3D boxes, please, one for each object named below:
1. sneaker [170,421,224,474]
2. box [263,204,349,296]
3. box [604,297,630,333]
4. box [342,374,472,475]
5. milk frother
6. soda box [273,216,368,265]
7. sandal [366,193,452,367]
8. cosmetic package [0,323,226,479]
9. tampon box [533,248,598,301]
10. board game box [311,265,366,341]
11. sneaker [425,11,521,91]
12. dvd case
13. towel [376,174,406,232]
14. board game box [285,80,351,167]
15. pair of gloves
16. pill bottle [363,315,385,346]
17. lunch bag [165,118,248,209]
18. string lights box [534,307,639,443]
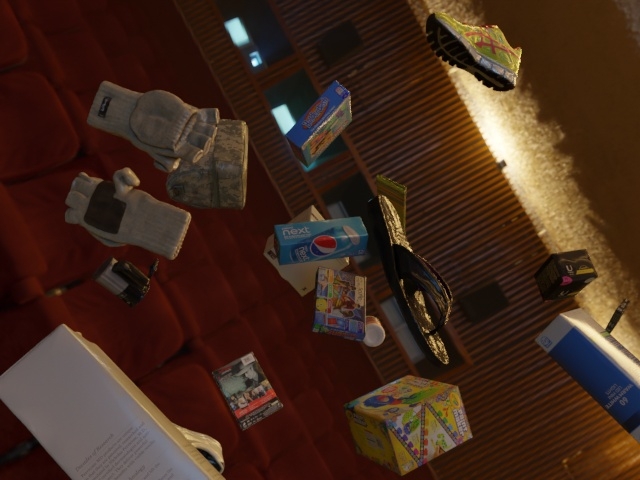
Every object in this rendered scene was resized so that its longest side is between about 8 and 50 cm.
[{"bbox_3d":[-0.302,0.408,1.232,0.258,0.094,0.091,21,-2,-28],"label":"sneaker"},{"bbox_3d":[-0.039,0.031,1.810,0.181,0.182,0.119,49,18,-19],"label":"box"},{"bbox_3d":[0.810,0.206,1.698,0.018,0.067,0.083,32,-45,28],"label":"box"},{"bbox_3d":[0.274,0.582,2.004,0.290,0.279,0.177,-10,-83,65],"label":"box"},{"bbox_3d":[-0.540,0.088,1.755,0.135,0.129,0.143,45,23,-26],"label":"milk frother"},{"bbox_3d":[0.000,0.000,1.446,0.071,0.210,0.067,-110,-161,-45],"label":"soda box"},{"bbox_3d":[0.224,0.075,1.465,0.167,0.107,0.445,25,43,-58],"label":"sandal"},{"bbox_3d":[-0.343,0.338,1.057,0.385,0.156,0.217,41,-18,11],"label":"cosmetic package"},{"bbox_3d":[0.773,0.112,1.969,0.161,0.120,0.101,97,-17,-62],"label":"tampon box"},{"bbox_3d":[0.050,0.162,1.617,0.201,0.136,0.035,-84,-169,-47],"label":"board game box"},{"bbox_3d":[0.282,-0.361,1.133,0.208,0.094,0.081,28,-8,-22],"label":"sneaker"},{"bbox_3d":[-0.135,0.277,1.151,0.119,0.087,0.013,58,-29,12],"label":"dvd case"},{"bbox_3d":[0.213,-0.101,1.859,0.102,0.021,0.237,33,-24,25],"label":"towel"},{"bbox_3d":[0.000,-0.255,1.401,0.047,0.160,0.210,42,-2,7],"label":"board game box"},{"bbox_3d":[-0.265,-0.103,0.917,0.204,0.240,0.042,13,-3,15],"label":"pair of gloves"},{"bbox_3d":[0.181,0.322,2.241,0.152,0.086,0.086,-103,168,-81],"label":"pill bottle"},{"bbox_3d":[-0.370,-0.256,2.053,0.212,0.256,0.305,99,-9,-46],"label":"lunch bag"},{"bbox_3d":[0.531,0.243,1.128,0.259,0.133,0.077,49,-61,29],"label":"string lights box"}]
